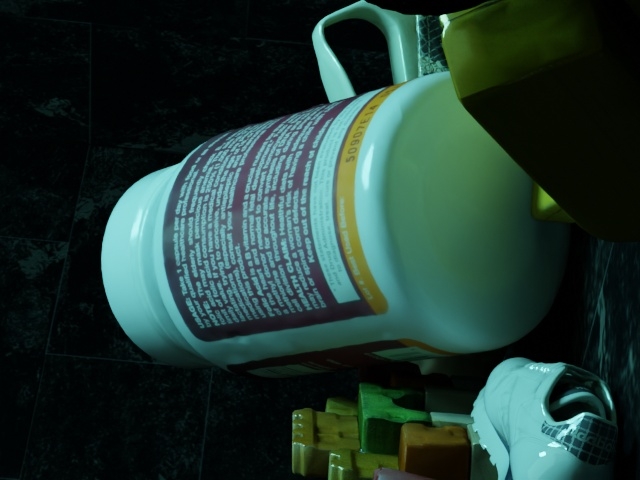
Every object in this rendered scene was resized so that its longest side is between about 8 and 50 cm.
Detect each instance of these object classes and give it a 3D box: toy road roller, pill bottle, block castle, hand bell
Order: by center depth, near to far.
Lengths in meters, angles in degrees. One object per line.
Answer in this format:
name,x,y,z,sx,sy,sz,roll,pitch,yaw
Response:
toy road roller,0.163,-0.174,0.924,0.329,0.240,0.202,44,-141,-41
block castle,0.072,0.274,1.547,0.453,0.212,0.303,-92,7,-80
pill bottle,0.000,0.000,1.630,0.392,0.224,0.224,-11,69,48
hand bell,0.157,0.057,1.737,0.242,0.126,0.126,117,163,-48

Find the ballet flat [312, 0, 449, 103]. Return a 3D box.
ballet flat,0.080,-0.222,1.778,0.164,0.182,0.483,108,156,-80

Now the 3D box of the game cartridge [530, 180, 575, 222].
game cartridge,0.198,-0.166,1.367,0.324,0.052,0.285,123,153,-84

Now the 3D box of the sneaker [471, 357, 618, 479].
sneaker,0.164,0.124,1.330,0.235,0.090,0.095,-101,29,-72
